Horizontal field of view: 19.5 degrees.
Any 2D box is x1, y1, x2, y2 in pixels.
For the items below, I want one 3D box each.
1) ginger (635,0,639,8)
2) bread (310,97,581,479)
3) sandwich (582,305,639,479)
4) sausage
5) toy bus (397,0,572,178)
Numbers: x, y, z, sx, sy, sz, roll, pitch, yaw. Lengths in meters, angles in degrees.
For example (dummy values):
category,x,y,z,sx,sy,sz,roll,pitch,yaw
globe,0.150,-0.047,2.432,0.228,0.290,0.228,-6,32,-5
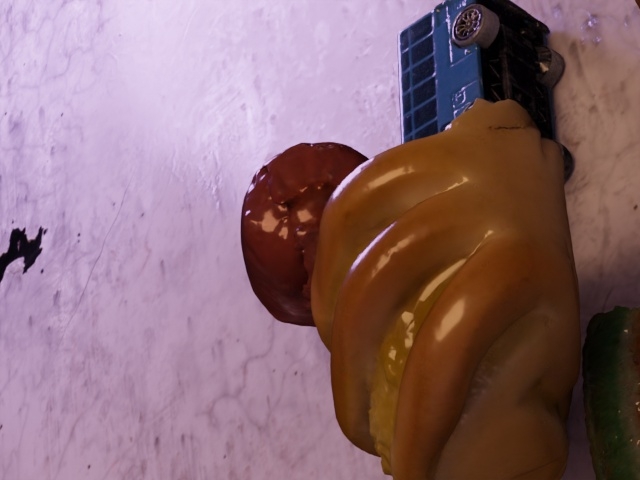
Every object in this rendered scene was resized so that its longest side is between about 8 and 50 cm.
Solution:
category,x,y,z,sx,sy,sz,roll,pitch,yaw
ginger,0.382,-0.243,1.443,0.309,0.107,0.133,-26,48,25
bread,0.096,0.077,1.463,0.211,0.315,0.270,-4,56,4
sandwich,0.289,0.143,1.346,0.212,0.109,0.292,-19,54,46
sausage,0.000,0.000,1.697,0.279,0.152,0.152,91,-165,-77
toy bus,0.142,-0.101,1.680,0.133,0.116,0.234,-29,48,37
